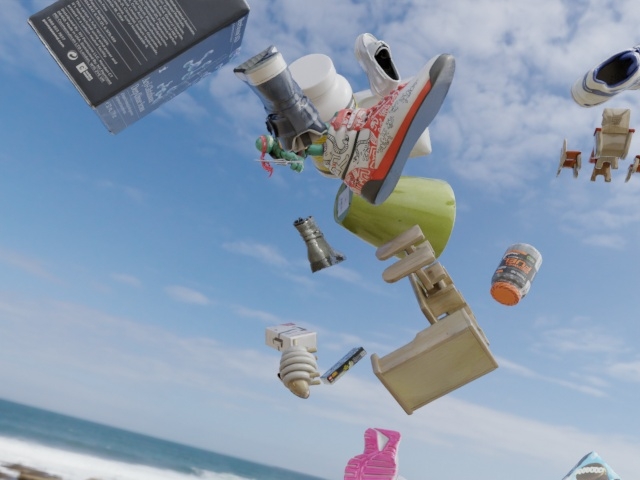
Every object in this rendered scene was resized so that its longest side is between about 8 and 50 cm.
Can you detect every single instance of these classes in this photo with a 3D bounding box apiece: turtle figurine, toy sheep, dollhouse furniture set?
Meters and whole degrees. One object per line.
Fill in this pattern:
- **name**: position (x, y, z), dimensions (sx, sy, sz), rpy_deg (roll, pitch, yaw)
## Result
- **turtle figurine**: position (-0.049, -0.215, 1.113), dimensions (0.234, 0.176, 0.118), rpy_deg (-9, -9, -26)
- **toy sheep**: position (-0.046, 0.270, 1.133), dimensions (0.091, 0.132, 0.091), rpy_deg (-4, -46, -5)
- **dollhouse furniture set**: position (0.871, -0.279, 1.597), dimensions (0.261, 0.135, 0.259), rpy_deg (7, -11, 21)
- **dollhouse furniture set**: position (0.167, 0.139, 0.889), dimensions (0.160, 0.242, 0.212), rpy_deg (-31, -65, 12)

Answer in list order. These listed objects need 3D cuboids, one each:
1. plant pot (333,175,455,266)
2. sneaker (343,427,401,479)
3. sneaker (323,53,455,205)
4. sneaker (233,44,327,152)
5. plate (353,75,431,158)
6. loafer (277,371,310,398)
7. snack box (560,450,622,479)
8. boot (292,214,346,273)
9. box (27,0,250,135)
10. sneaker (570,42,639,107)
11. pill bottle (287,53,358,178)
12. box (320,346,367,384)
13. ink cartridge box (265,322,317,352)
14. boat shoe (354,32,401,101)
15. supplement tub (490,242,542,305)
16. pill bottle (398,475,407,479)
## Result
- **plant pot**: position (0.197, -0.081, 1.566), dimensions (0.293, 0.275, 0.275), rpy_deg (12, -21, -19)
- **sneaker**: position (0.116, 0.494, 1.094), dimensions (0.102, 0.111, 0.252), rpy_deg (3, 8, 20)
- **sneaker**: position (0.100, -0.205, 0.877), dimensions (0.145, 0.270, 0.090), rpy_deg (39, 29, 22)
- **sneaker**: position (-0.068, -0.236, 0.893), dimensions (0.086, 0.226, 0.163), rpy_deg (-32, -63, 4)
- **plate**: position (0.233, -0.411, 1.843), dimensions (0.277, 0.278, 0.045), rpy_deg (-8, -3, 31)
- **loafer**: position (-0.078, 0.403, 1.472), dimensions (0.039, 0.045, 0.125), rpy_deg (20, 3, -40)
- **snack box**: position (0.692, 0.737, 1.397), dimensions (0.187, 0.321, 0.060), rpy_deg (48, -27, 26)
- **boot**: position (0.000, 0.000, 1.519), dimensions (0.083, 0.161, 0.246), rpy_deg (-22, -3, 12)
- **box**: position (-0.388, -0.455, 1.200), dimensions (0.212, 0.395, 0.293), rpy_deg (54, -11, -8)
- **sneaker**: position (0.792, -0.437, 1.332), dimensions (0.296, 0.112, 0.131), rpy_deg (-31, -8, 1)
- **pill bottle**: position (0.018, -0.346, 1.495), dimensions (0.187, 0.188, 0.334), rpy_deg (3, -32, 25)
- **box**: position (0.065, 0.358, 1.509), dimensions (0.027, 0.137, 0.094), rpy_deg (51, -19, 4)
- **ink cartridge box**: position (-0.087, 0.288, 1.552), dimensions (0.099, 0.056, 0.135), rpy_deg (-5, 8, -38)
- **boat shoe**: position (0.113, -0.351, 1.030), dimensions (0.066, 0.184, 0.063), rpy_deg (5, -35, -20)
- **supplement tub**: position (0.616, 0.109, 1.673), dimensions (0.116, 0.190, 0.117), rpy_deg (26, -34, 19)
- **pill bottle**: position (0.176, 0.855, 1.520), dimensions (0.181, 0.323, 0.181), rpy_deg (1, 1, 0)
